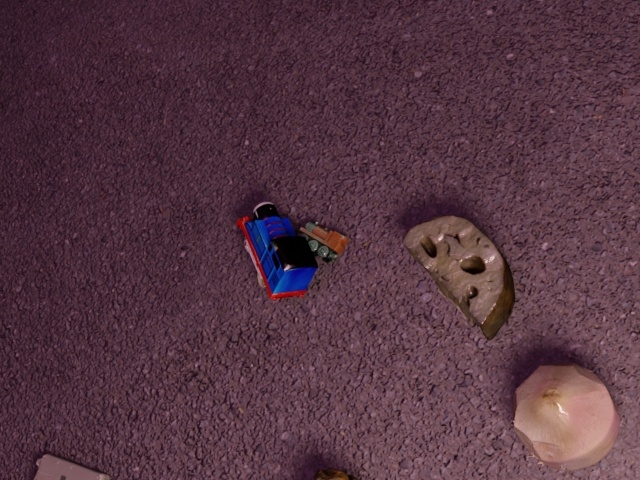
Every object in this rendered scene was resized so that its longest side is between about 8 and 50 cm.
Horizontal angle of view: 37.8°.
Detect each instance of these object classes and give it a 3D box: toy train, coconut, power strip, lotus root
[{"bbox_3d":[0.000,0.000,1.862,0.103,0.044,0.064,29,83,30],"label":"toy train"},{"bbox_3d":[0.381,0.278,1.473,0.171,0.183,0.171,-13,63,26],"label":"coconut"},{"bbox_3d":[-0.521,0.503,1.940,0.192,0.035,0.081,9,76,30],"label":"power strip"},{"bbox_3d":[0.262,0.057,1.660,0.138,0.119,0.235,-40,57,9],"label":"lotus root"},{"bbox_3d":[-0.087,0.015,1.850,0.204,0.083,0.131,65,146,31],"label":"toy train"}]

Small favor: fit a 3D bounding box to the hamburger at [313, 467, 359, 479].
[{"bbox_3d":[0.022,0.486,1.585,0.130,0.206,0.183,22,78,-1],"label":"hamburger"}]
